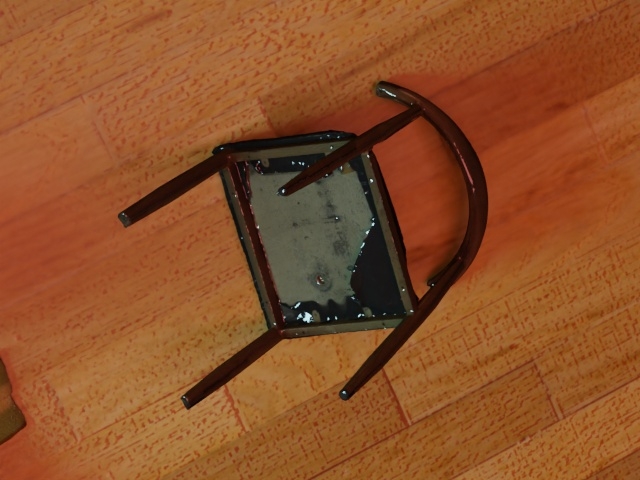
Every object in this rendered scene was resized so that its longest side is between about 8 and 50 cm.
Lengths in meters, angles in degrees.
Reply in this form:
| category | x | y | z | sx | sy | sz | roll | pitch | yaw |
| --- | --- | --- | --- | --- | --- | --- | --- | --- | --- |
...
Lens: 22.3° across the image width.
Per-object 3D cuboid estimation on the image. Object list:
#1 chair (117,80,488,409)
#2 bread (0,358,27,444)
| category | x | y | z | sx | sy | sz | roll | pitch | yaw |
| --- | --- | --- | --- | --- | --- | --- | --- | --- | --- |
| chair | 0.000 | 0.000 | 1.258 | 0.272 | 0.166 | 0.188 | -35 | 113 | -52 |
| bread | -0.313 | 0.149 | 1.270 | 0.139 | 0.084 | 0.074 | -35 | 110 | -39 |
